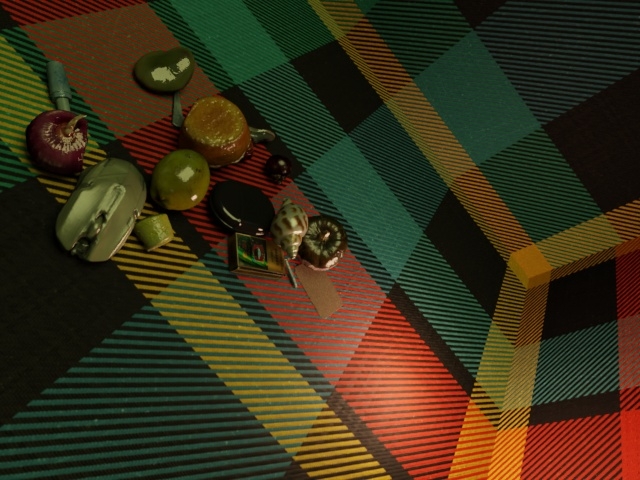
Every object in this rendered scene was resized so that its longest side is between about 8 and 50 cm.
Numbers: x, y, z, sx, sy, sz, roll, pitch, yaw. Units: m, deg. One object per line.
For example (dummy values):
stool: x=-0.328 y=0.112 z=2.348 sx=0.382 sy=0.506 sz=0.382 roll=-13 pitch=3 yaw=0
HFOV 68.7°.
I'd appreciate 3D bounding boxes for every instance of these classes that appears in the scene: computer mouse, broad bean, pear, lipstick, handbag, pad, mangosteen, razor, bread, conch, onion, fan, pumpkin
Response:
computer mouse: x=-0.710 y=-0.130 z=1.561 sx=0.228 sy=0.145 sz=0.429 roll=34 pitch=47 yaw=-28
broad bean: x=-0.655 y=-0.718 z=1.988 sx=0.263 sy=0.121 sz=0.189 roll=-28 pitch=89 yaw=-24
pear: x=-0.521 y=-0.229 z=1.754 sx=0.212 sy=0.212 sz=0.269 roll=44 pitch=50 yaw=-15
lipstick: x=-0.912 y=-0.495 z=1.652 sx=0.068 sy=0.061 sz=0.274 roll=-5 pitch=75 yaw=-50
handbag: x=-0.325 y=-0.136 z=1.959 sx=0.307 sy=0.093 sz=0.254 roll=14 pitch=53 yaw=-38
pad: x=-0.006 y=0.212 z=2.130 sx=0.176 sy=0.002 sz=0.266 roll=-27 pitch=86 yaw=-49
mangosteen: x=-0.196 y=-0.332 z=2.201 sx=0.140 sy=0.140 sz=0.140 roll=23 pitch=52 yaw=-33
razor: x=-0.130 y=0.141 z=2.033 sx=0.068 sy=0.040 sz=0.135 roll=-17 pitch=83 yaw=-47
bread: x=-0.437 y=-0.446 z=1.941 sx=0.311 sy=0.172 sz=0.313 roll=5 pitch=67 yaw=-11
conch: x=-0.128 y=-0.052 z=1.958 sx=0.148 sy=0.183 sz=0.275 roll=11 pitch=62 yaw=11
bread: x=-0.585 y=-0.036 z=1.656 sx=0.129 sy=0.111 sz=0.115 roll=-30 pitch=96 yaw=-44
onion: x=-0.856 y=-0.322 z=1.525 sx=0.200 sy=0.200 sz=0.208 roll=-4 pitch=103 yaw=-45
fan: x=-0.619 y=-0.605 z=2.028 sx=0.057 sy=0.023 sz=0.282 roll=7 pitch=63 yaw=-34
pumpkin: x=0.001 y=0.000 z=2.090 sx=0.260 sy=0.189 sz=0.261 roll=4 pitch=74 yaw=-13

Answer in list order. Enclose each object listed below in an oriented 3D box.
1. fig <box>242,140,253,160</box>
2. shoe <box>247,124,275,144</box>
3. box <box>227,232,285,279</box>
fig: x=-0.360 y=-0.410 z=2.091 sx=0.150 sy=0.128 sz=0.128 roll=-45 pitch=100 yaw=-24
shoe: x=-0.304 y=-0.491 z=2.229 sx=0.194 sy=0.074 sz=0.077 roll=6 pitch=74 yaw=-39
box: x=-0.259 y=0.069 z=1.924 sx=0.240 sy=0.071 sz=0.160 roll=13 pitch=60 yaw=-39
